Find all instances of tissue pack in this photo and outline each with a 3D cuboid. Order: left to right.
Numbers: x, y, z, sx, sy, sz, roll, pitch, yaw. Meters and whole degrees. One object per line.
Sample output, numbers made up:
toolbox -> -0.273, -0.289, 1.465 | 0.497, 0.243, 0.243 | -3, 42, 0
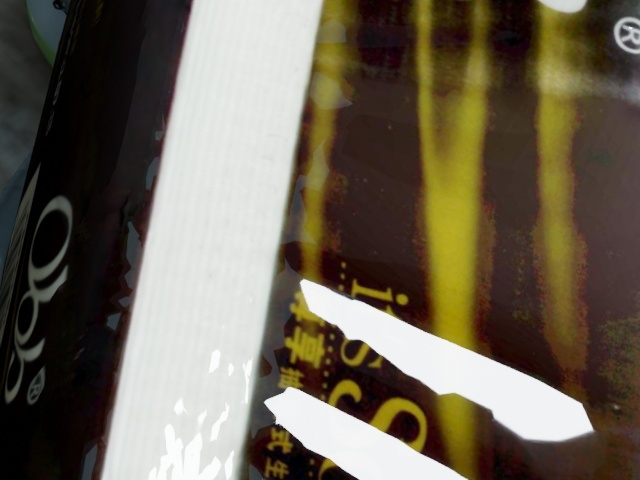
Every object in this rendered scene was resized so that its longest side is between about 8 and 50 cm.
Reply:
tissue pack -> 0.000, 0.000, 0.636 | 0.198, 0.210, 0.370 | 18, 66, -16

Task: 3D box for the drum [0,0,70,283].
drum -> -0.106, -0.064, 0.771 | 0.130, 0.049, 0.253 | 38, 58, 8
